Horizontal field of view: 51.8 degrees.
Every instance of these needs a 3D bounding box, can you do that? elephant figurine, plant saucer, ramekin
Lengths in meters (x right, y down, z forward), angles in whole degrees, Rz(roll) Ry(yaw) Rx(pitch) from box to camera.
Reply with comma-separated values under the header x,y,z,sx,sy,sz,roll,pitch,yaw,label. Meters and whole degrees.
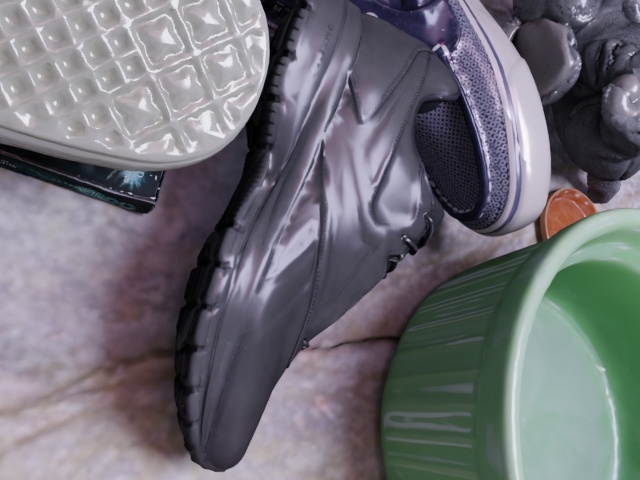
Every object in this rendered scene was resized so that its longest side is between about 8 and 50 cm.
x,y,z,sx,sy,sz,roll,pitch,yaw,label
0.233,-0.183,0.589,0.239,0.186,0.169,51,18,18,elephant figurine
0.236,-0.008,0.622,0.084,0.013,0.083,7,76,-29,plant saucer
0.190,0.139,0.478,0.304,0.148,0.303,8,74,-30,ramekin

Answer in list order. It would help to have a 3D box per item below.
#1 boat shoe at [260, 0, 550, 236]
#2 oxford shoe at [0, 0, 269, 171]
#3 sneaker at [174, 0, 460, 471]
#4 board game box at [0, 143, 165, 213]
x,y,z,sx,sy,sz,roll,pitch,yaw,label
0.030,-0.147,0.477,0.158,0.127,0.340,-18,80,-27,boat shoe
-0.234,-0.144,0.263,0.450,0.130,0.169,19,95,-30,oxford shoe
0.000,0.000,0.381,0.130,0.109,0.286,20,89,-15,sneaker
-0.141,-0.122,0.410,0.126,0.026,0.186,21,68,-26,board game box
